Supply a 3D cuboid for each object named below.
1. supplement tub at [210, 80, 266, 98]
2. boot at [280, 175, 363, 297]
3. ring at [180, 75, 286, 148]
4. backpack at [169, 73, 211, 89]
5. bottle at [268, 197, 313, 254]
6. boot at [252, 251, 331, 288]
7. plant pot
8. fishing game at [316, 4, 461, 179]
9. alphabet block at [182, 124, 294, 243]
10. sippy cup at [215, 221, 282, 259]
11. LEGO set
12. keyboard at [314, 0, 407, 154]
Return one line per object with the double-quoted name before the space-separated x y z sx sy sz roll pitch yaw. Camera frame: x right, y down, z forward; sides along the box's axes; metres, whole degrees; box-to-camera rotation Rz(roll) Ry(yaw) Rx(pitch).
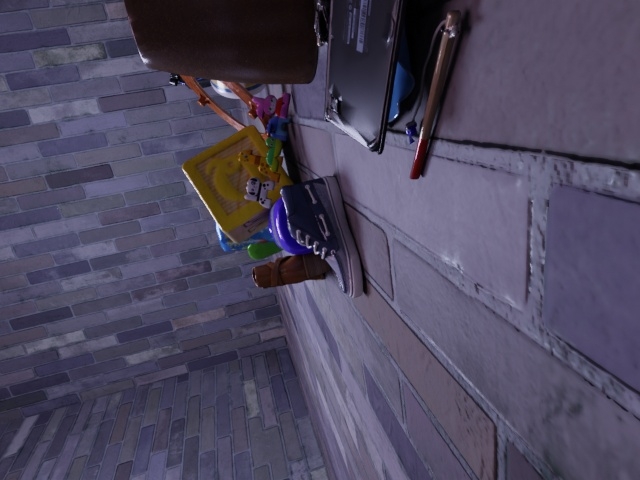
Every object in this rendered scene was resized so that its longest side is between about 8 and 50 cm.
"supplement tub" -0.203 -0.457 0.969 0.199 0.145 0.144 91 162 -53
"boot" 0.000 0.000 0.614 0.069 0.086 0.189 117 139 -74
"ring" -0.226 -0.326 0.995 0.337 0.032 0.336 36 173 5
"backpack" -0.368 -0.655 1.379 0.213 0.277 0.263 -83 -15 -81
"bottle" -0.061 -0.035 0.878 0.283 0.092 0.118 -170 66 -79
"boot" -0.069 0.063 0.878 0.197 0.153 0.072 125 130 -77
"plant pot" -0.144 -0.317 0.584 0.215 0.231 0.215 167 90 -79
"fishing game" 0.030 -0.187 0.352 0.189 0.041 0.263 91 161 -55
"alphabet block" -0.186 -0.126 1.000 0.192 0.194 0.197 55 173 4
"sippy cup" -0.208 -0.069 1.266 0.305 0.224 0.239 -172 69 -78
"LEGO set" -0.124 -0.189 0.850 0.087 0.093 0.227 -73 -6 -81
"keyboard" 0.027 -0.163 0.293 0.108 0.023 0.180 47 146 40
